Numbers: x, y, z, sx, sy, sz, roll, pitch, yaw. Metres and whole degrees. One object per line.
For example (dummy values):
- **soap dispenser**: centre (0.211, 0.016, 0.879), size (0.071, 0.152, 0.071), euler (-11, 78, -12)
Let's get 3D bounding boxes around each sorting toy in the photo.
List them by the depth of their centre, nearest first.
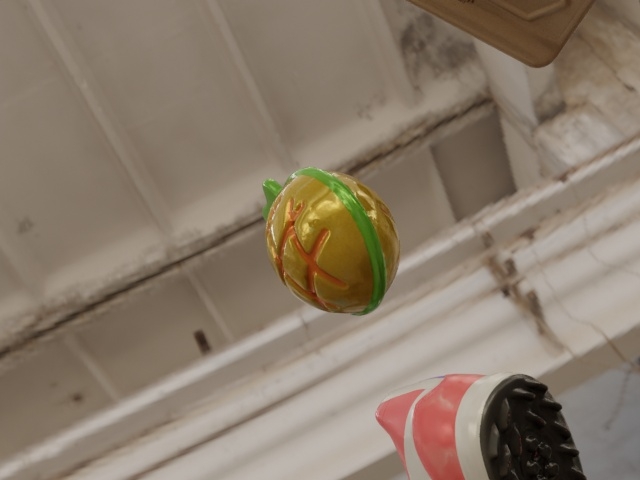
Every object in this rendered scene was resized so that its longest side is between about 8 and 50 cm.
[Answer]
- **sorting toy**: centre (0.138, -0.248, 0.947), size (0.193, 0.038, 0.208), euler (28, -39, -1)

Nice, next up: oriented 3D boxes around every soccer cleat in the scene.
- **soccer cleat**: centre (0.141, 0.228, 0.862), size (0.108, 0.116, 0.318), euler (-39, -66, -38)

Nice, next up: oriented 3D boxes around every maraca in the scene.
- **maraca**: centre (0.000, 0.000, 1.013), size (0.099, 0.186, 0.127), euler (-20, -78, -24)
